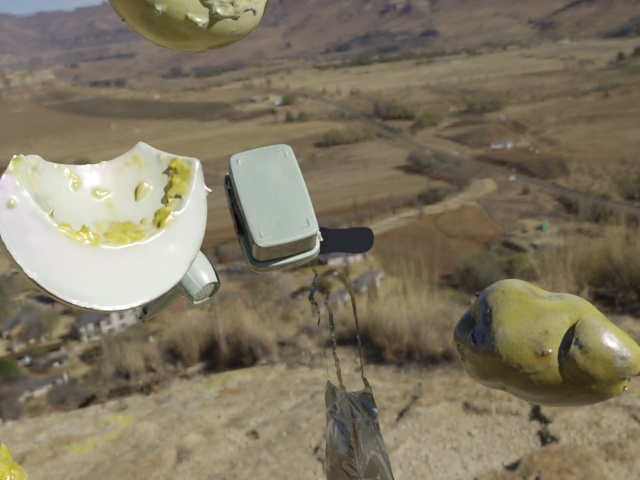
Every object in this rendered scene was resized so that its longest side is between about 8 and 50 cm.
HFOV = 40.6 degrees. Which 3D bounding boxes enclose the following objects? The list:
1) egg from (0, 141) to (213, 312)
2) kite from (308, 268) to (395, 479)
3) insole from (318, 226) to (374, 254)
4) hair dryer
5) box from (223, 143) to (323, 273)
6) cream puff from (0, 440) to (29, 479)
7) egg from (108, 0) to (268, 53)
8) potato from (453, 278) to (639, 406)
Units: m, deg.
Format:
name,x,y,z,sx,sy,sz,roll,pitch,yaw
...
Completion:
name,x,y,z,sx,sy,sz,roll,pitch,yaw
egg,-0.286,-0.013,1.099,0.271,0.206,0.162,-13,5,-32
kite,0.039,0.189,1.060,0.015,0.309,0.169,-10,7,-29
insole,0.000,0.000,1.986,0.253,0.086,0.005,2,-20,17
hair dryer,-0.298,0.068,1.605,0.075,0.206,0.237,-18,-26,-47
box,-0.086,-0.057,1.547,0.148,0.210,0.129,-14,-22,-12
cream puff,-0.608,0.421,1.351,0.270,0.323,0.274,26,20,-25
egg,-0.159,-0.308,1.034,0.202,0.164,0.164,10,7,-25
potato,0.408,0.195,1.569,0.351,0.218,0.203,14,14,34
